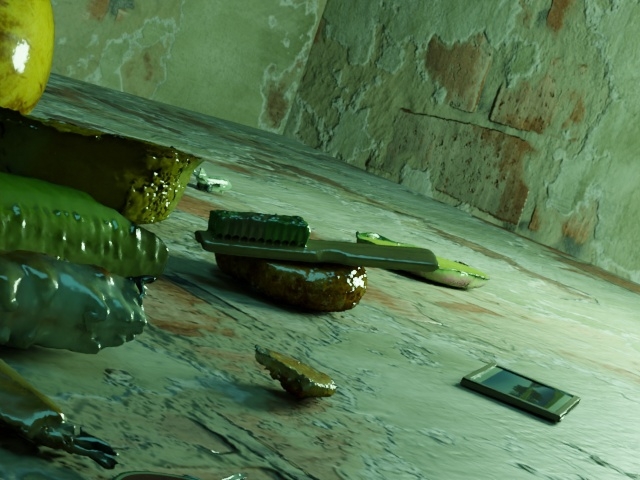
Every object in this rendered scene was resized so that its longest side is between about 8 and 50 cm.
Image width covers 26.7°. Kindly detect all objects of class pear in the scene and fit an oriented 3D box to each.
[{"bbox_3d":[-0.507,-0.280,1.906,0.280,0.281,0.281,18,7,-2],"label":"pear"}]

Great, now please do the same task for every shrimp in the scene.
[{"bbox_3d":[-0.211,0.059,0.910,0.185,0.068,0.287,16,10,-8],"label":"shrimp"}]

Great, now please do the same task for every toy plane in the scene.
[{"bbox_3d":[-0.182,-0.096,2.260,0.083,0.033,0.080,21,3,-45],"label":"toy plane"}]

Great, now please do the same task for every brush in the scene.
[{"bbox_3d":[0.000,0.000,1.514,0.282,0.048,0.054,6,19,-20],"label":"brush"}]

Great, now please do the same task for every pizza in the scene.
[{"bbox_3d":[-0.024,0.115,1.128,0.078,0.025,0.083,26,2,16],"label":"pizza"}]

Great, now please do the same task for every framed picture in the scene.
[{"bbox_3d":[0.217,0.162,1.444,0.109,0.011,0.149,21,8,17],"label":"framed picture"}]

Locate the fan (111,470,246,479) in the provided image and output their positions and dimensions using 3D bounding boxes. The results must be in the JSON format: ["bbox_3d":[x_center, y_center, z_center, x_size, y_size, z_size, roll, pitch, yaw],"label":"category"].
[{"bbox_3d":[-0.073,0.152,0.810,0.085,0.005,0.133,21,8,20],"label":"fan"}]

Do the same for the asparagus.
[{"bbox_3d":[-0.286,-0.007,1.055,0.128,0.108,0.382,-14,-14,33],"label":"asparagus"}]

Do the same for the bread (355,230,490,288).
[{"bbox_3d":[0.158,0.034,2.150,0.228,0.034,0.228,19,6,-2],"label":"bread"}]

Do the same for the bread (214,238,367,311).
[{"bbox_3d":[-0.033,0.036,1.560,0.193,0.064,0.193,13,11,-3],"label":"bread"}]

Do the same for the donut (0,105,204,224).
[{"bbox_3d":[-0.293,-0.094,1.720,0.272,0.107,0.272,16,3,-1],"label":"donut"}]
